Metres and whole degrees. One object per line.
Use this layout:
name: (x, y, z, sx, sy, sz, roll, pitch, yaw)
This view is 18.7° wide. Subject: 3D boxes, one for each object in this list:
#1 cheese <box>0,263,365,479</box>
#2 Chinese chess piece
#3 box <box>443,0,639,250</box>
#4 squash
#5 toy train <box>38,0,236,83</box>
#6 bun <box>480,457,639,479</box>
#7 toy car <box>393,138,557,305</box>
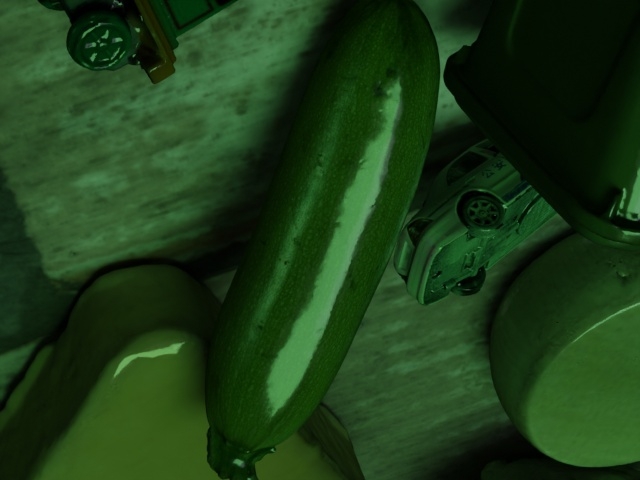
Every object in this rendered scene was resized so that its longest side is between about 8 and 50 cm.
cheese: (-0.170, 0.212, 1.655, 0.384, 0.104, 0.384, -11, 137, -10)
Chinese chess piece: (0.270, 0.089, 1.698, 0.250, 0.101, 0.250, -11, 137, -10)
box: (0.282, -0.126, 1.367, 0.328, 0.253, 0.178, -6, 128, -28)
squash: (0.000, 0.000, 1.447, 0.107, 0.107, 0.395, 12, 106, -30)
toy train: (-0.131, -0.198, 1.267, 0.136, 0.091, 0.228, -29, 137, -6)
bun: (0.203, 0.288, 1.800, 0.283, 0.283, 0.179, -31, 95, 12)
toy car: (0.145, -0.039, 1.513, 0.224, 0.076, 0.090, -36, 155, -29)
